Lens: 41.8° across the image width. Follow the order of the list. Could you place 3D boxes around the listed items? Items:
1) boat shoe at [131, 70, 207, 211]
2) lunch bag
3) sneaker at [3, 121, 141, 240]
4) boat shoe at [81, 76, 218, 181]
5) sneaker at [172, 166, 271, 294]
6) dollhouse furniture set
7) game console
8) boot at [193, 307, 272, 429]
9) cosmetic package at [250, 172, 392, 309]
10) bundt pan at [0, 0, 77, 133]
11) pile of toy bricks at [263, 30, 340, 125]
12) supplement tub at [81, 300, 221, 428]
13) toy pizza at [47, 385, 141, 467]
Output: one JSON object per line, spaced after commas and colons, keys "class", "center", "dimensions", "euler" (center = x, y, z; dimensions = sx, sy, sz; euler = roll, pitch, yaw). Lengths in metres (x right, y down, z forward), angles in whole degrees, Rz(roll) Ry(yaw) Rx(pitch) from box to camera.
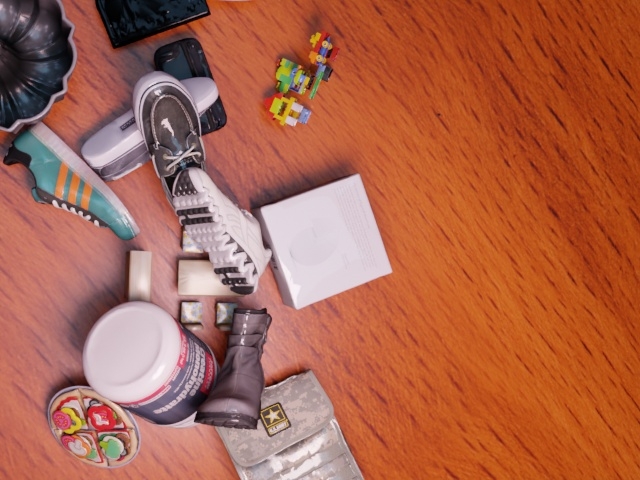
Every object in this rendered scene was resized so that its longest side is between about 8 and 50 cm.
{"class": "boat shoe", "center": [-0.268, -0.170, 1.622], "dimensions": [0.121, 0.119, 0.335], "euler": [-23, 139, -11]}
{"class": "lunch bag", "center": [-0.065, 0.439, 1.756], "dimensions": [0.235, 0.169, 0.287], "euler": [-26, 89, -10]}
{"class": "sneaker", "center": [-0.494, -0.094, 1.665], "dimensions": [0.302, 0.108, 0.121], "euler": [45, 80, -3]}
{"class": "boat shoe", "center": [-0.331, -0.220, 1.700], "dimensions": [0.301, 0.108, 0.102], "euler": [-34, 138, -6]}
{"class": "sneaker", "center": [-0.188, -0.032, 1.638], "dimensions": [0.118, 0.110, 0.292], "euler": [-53, 131, -35]}
{"class": "dollhouse furniture set", "center": [-0.268, 0.076, 1.695], "dimensions": [0.242, 0.161, 0.212], "euler": [2, 90, -16]}
{"class": "game console", "center": [-0.310, -0.386, 1.729], "dimensions": [0.213, 0.044, 0.361], "euler": [-19, 103, -1]}
{"class": "boot", "center": [-0.156, 0.231, 1.574], "dimensions": [0.118, 0.338, 0.222], "euler": [8, 84, -3]}
{"class": "cosmetic package", "center": [0.000, 0.000, 1.781], "dimensions": [0.225, 0.138, 0.224], "euler": [-20, 96, -13]}
{"class": "bundt pan", "center": [-0.624, -0.347, 1.597], "dimensions": [0.331, 0.124, 0.330], "euler": [1, 82, -8]}
{"class": "pile of toy bricks", "center": [-0.051, -0.354, 1.795], "dimensions": [0.105, 0.118, 0.212], "euler": [27, 100, 14]}
{"class": "supplement tub", "center": [-0.311, 0.246, 1.606], "dimensions": [0.191, 0.272, 0.191], "euler": [-7, 63, 14]}
{"class": "toy pizza", "center": [-0.451, 0.375, 1.655], "dimensions": [0.201, 0.032, 0.201], "euler": [6, 117, 13]}
